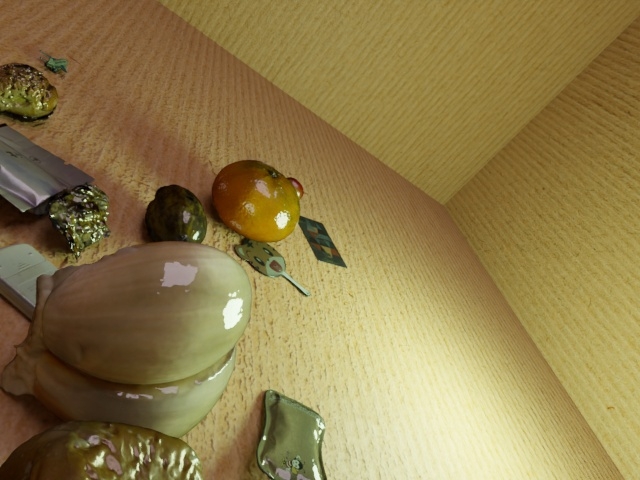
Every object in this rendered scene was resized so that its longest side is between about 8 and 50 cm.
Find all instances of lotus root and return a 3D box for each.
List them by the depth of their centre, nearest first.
[{"bbox_3d":[-0.290,-0.038,0.948,0.120,0.120,0.209,20,30,-42],"label":"lotus root"}]

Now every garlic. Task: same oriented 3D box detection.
[{"bbox_3d":[-0.217,0.132,0.625,0.249,0.285,0.313,16,3,44],"label":"garlic"}]

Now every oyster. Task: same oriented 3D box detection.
[{"bbox_3d":[-0.412,-0.045,0.813,0.177,0.056,0.105,-99,167,-67],"label":"oyster"}]

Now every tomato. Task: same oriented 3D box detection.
[{"bbox_3d":[-0.099,-0.159,1.510,0.087,0.087,0.075,42,59,0],"label":"tomato"}]

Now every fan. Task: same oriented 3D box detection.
[{"bbox_3d":[-0.113,0.067,1.184,0.227,0.008,0.152,41,22,-2],"label":"fan"}]

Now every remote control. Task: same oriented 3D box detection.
[{"bbox_3d":[-0.402,0.080,0.683,0.190,0.029,0.087,41,23,-3],"label":"remote control"}]

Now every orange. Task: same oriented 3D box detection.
[{"bbox_3d":[-0.159,-0.105,1.195,0.240,0.171,0.240,34,22,-16],"label":"orange"}]

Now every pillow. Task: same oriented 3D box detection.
[{"bbox_3d":[-0.046,0.329,0.773,0.130,0.033,0.217,30,12,-7],"label":"pillow"}]

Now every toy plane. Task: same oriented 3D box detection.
[{"bbox_3d":[-0.664,-0.443,1.167,0.080,0.033,0.083,39,17,-7],"label":"toy plane"}]

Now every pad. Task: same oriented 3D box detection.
[{"bbox_3d":[0.000,0.000,1.482,0.143,0.003,0.211,17,35,-45],"label":"pad"}]

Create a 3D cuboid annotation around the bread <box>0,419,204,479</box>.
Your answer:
[{"bbox_3d":[-0.213,0.309,0.411,0.195,0.176,0.246,40,17,-37],"label":"bread"}]

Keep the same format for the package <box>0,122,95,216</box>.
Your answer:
[{"bbox_3d":[-0.540,-0.132,0.809,0.204,0.062,0.251,37,11,-11],"label":"package"}]

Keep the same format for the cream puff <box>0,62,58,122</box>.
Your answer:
[{"bbox_3d":[-0.605,-0.304,0.940,0.119,0.104,0.133,55,26,11],"label":"cream puff"}]
